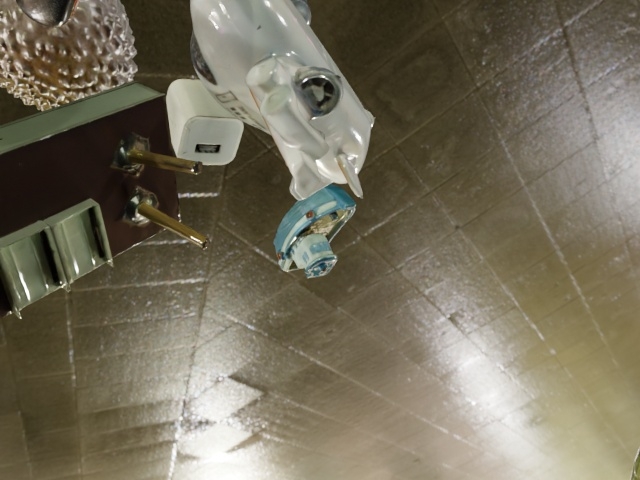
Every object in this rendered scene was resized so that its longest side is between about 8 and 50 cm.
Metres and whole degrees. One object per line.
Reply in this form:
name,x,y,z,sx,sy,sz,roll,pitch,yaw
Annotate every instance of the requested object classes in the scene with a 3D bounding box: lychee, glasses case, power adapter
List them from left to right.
lychee,-0.653,-0.498,1.459,0.380,0.380,0.432,-25,119,1
glasses case,-0.441,-0.487,0.992,0.103,0.067,0.267,30,123,-12
power adapter,-0.260,-0.272,1.252,0.130,0.205,0.125,-3,137,-29

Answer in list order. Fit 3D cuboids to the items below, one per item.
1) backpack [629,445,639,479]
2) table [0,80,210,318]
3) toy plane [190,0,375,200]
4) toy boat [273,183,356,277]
backpack,0.539,0.316,0.847,0.253,0.140,0.207,-9,114,-43
table,-0.187,-0.006,0.407,0.240,0.111,0.122,-35,141,-38
toy plane,-0.032,-0.132,0.531,0.117,0.245,0.244,-29,142,15
toy boat,0.000,0.000,0.891,0.088,0.102,0.215,-11,153,-31
